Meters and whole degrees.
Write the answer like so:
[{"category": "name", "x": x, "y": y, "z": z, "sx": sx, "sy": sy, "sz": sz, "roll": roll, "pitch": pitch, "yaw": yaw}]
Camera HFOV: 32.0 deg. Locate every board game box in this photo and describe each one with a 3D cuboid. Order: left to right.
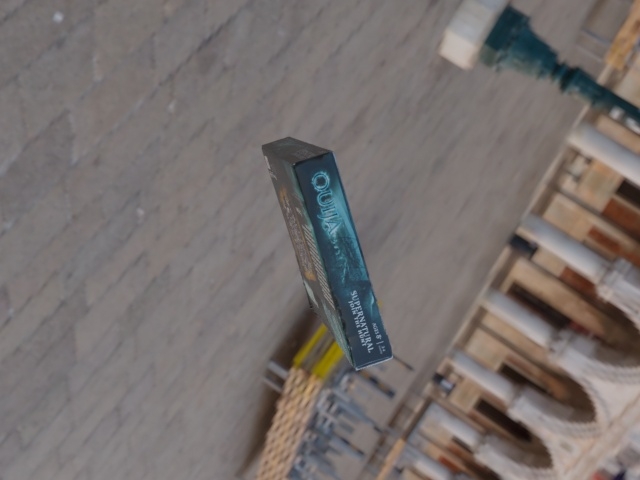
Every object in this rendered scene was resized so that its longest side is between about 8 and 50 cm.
[{"category": "board game box", "x": 0.000, "y": 0.000, "z": 0.715, "sx": 0.026, "sy": 0.126, "sz": 0.186, "roll": -18, "pitch": -169, "yaw": -6}]
